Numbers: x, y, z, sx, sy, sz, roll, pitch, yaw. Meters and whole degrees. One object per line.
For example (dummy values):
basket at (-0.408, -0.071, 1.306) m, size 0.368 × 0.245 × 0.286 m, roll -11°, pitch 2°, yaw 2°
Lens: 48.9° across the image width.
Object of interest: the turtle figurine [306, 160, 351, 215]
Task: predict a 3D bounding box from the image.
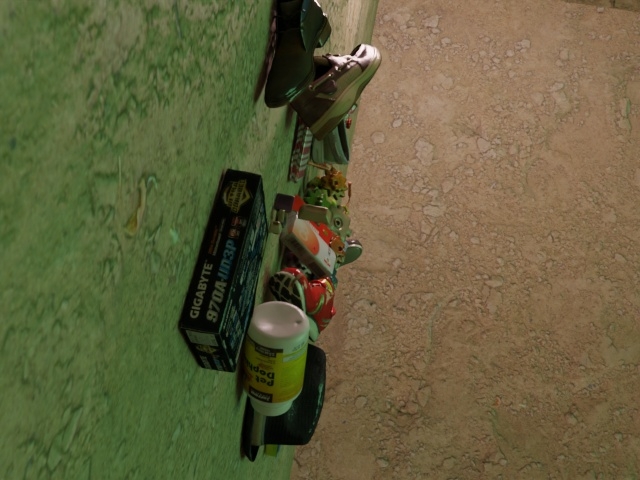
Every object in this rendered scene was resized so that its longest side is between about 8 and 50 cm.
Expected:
turtle figurine at (-0.007, -0.088, 1.876) m, size 0.269 × 0.087 × 0.217 m, roll 38°, pitch 63°, yaw -60°

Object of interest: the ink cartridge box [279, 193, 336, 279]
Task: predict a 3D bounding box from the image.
ink cartridge box at (-0.016, -0.016, 1.618) m, size 0.145 × 0.045 × 0.179 m, roll 47°, pitch 35°, yaw -24°

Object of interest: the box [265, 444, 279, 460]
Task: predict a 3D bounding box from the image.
box at (-0.124, 0.545, 2.049) m, size 0.178 × 0.043 × 0.108 m, roll -68°, pitch 166°, yaw -70°

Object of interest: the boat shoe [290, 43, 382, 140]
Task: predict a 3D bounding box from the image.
boat shoe at (0.026, -0.336, 1.443) m, size 0.123 × 0.123 × 0.342 m, roll -40°, pitch -166°, yaw 43°

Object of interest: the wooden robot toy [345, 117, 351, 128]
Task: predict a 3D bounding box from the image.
wooden robot toy at (0.054, -0.385, 2.138) m, size 0.173 × 0.076 × 0.079 m, roll -75°, pitch 162°, yaw -55°

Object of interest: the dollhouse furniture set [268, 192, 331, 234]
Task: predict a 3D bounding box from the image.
dollhouse furniture set at (-0.041, -0.024, 1.384) m, size 0.081 × 0.115 × 0.091 m, roll 102°, pitch -1°, yaw -50°

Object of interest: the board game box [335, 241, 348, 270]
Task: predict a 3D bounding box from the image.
board game box at (0.000, 0.000, 1.781) m, size 0.154 × 0.026 × 0.103 m, roll 46°, pitch 49°, yaw -26°

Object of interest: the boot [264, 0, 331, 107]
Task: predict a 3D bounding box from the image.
boot at (-0.051, -0.299, 1.043) m, size 0.106 × 0.082 × 0.219 m, roll 64°, pitch 34°, yaw -44°

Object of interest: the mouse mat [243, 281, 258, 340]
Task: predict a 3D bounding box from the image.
mouse mat at (-0.111, 0.089, 1.093) m, size 0.152 × 0.007 × 0.189 m, roll 116°, pitch -14°, yaw -49°

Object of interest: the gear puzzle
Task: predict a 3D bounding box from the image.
gear puzzle at (0.019, -0.038, 1.747) m, size 0.044 × 0.175 × 0.338 m, roll -19°, pitch -135°, yaw 46°

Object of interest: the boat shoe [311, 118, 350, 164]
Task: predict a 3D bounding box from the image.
boat shoe at (0.037, -0.317, 1.785) m, size 0.320 × 0.103 × 0.118 m, roll 95°, pitch 6°, yaw -49°

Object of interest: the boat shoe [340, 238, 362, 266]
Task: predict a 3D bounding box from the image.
boat shoe at (0.037, 0.045, 2.313) m, size 0.335 × 0.112 × 0.095 m, roll 135°, pitch -46°, yaw -59°

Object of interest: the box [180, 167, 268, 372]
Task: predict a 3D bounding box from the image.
box at (-0.118, 0.044, 0.920) m, size 0.175 × 0.051 × 0.220 m, roll 92°, pitch 9°, yaw -65°

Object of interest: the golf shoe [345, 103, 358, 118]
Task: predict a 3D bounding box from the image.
golf shoe at (0.052, -0.379, 2.049) m, size 0.186 × 0.068 × 0.085 m, roll -14°, pitch 121°, yaw -66°

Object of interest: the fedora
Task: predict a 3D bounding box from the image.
fedora at (-0.068, 0.344, 1.602) m, size 0.334 × 0.153 × 0.333 m, roll 9°, pitch 90°, yaw -86°

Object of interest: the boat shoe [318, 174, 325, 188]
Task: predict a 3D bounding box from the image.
boat shoe at (0.015, -0.169, 2.168) m, size 0.152 × 0.056 × 0.049 m, roll -73°, pitch 177°, yaw -57°

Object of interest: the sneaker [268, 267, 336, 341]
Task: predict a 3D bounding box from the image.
sneaker at (-0.028, 0.116, 1.530) m, size 0.118 × 0.107 × 0.279 m, roll -44°, pitch 154°, yaw -13°

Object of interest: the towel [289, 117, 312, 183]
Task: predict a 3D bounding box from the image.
towel at (-0.038, -0.225, 1.546) m, size 0.144 × 0.029 × 0.196 m, roll -55°, pitch 157°, yaw -80°

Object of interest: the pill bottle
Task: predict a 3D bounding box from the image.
pill bottle at (-0.086, 0.227, 1.318) m, size 0.117 × 0.117 × 0.214 m, roll -74°, pitch 172°, yaw -54°

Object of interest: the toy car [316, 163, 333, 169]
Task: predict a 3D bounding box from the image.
toy car at (0.011, -0.215, 2.034) m, size 0.040 × 0.060 × 0.122 m, roll -49°, pitch 169°, yaw 2°
